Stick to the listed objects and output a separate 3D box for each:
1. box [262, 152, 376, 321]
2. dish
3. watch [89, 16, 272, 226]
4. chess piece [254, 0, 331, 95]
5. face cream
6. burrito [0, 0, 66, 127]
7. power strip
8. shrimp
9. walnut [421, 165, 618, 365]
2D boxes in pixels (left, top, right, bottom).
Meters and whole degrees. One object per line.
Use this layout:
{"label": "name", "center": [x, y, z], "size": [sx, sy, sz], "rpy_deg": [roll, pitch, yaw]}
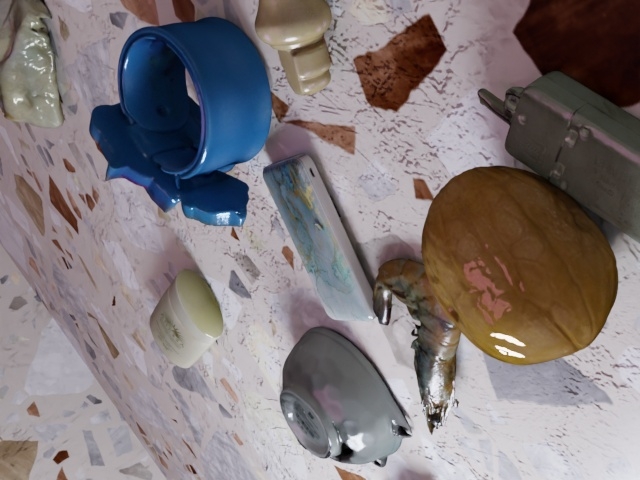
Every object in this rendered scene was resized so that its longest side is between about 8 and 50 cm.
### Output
{"label": "box", "center": [0.000, 0.000, 1.252], "size": [0.142, 0.044, 0.285], "rpy_deg": [-7, 110, 62]}
{"label": "dish", "center": [0.016, 0.308, 1.424], "size": [0.303, 0.120, 0.303], "rpy_deg": [37, 143, 35]}
{"label": "watch", "center": [-0.192, -0.182, 1.216], "size": [0.305, 0.241, 0.275], "rpy_deg": [50, 135, 15]}
{"label": "chess piece", "center": [-0.057, -0.364, 0.939], "size": [0.117, 0.117, 0.397], "rpy_deg": [24, 136, 45]}
{"label": "face cream", "center": [-0.322, 0.195, 1.861], "size": [0.174, 0.081, 0.348], "rpy_deg": [56, 150, 5]}
{"label": "burrito", "center": [-0.703, -0.435, 1.823], "size": [0.190, 0.135, 0.332], "rpy_deg": [46, 145, 34]}
{"label": "power strip", "center": [0.271, -0.082, 0.762], "size": [0.288, 0.053, 0.093], "rpy_deg": [42, 147, 28]}
{"label": "shrimp", "center": [0.140, 0.156, 1.169], "size": [0.169, 0.058, 0.296], "rpy_deg": [31, 134, 43]}
{"label": "walnut", "center": [0.204, 0.025, 0.825], "size": [0.226, 0.193, 0.193], "rpy_deg": [53, 149, 9]}
